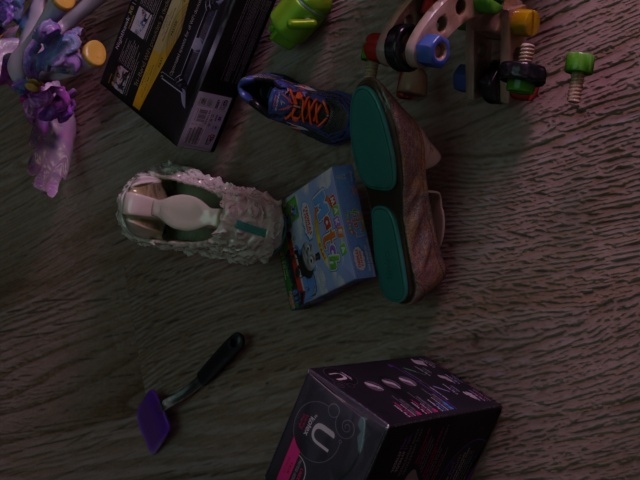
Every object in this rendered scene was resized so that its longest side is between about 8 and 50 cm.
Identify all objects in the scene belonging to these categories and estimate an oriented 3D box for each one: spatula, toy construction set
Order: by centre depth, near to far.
[{"bbox_3d":[0.173,-0.308,1.609,0.309,0.257,0.237,-173,93,-68],"label":"toy construction set"},{"bbox_3d":[-0.210,0.234,1.996,0.296,0.030,0.084,-44,62,29],"label":"spatula"}]

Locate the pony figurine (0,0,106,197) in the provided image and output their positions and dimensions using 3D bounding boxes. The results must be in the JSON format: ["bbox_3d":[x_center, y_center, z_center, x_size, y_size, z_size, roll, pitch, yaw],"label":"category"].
[{"bbox_3d":[-0.479,-0.295,2.088,0.363,0.302,0.351,-24,44,45],"label":"pony figurine"}]

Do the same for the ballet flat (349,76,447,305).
[{"bbox_3d":[0.111,-0.072,1.671,0.107,0.106,0.316,20,124,52],"label":"ballet flat"}]

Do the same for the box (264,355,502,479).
[{"bbox_3d":[0.084,0.257,1.616,0.143,0.270,0.165,32,107,33],"label":"box"}]

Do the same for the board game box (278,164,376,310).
[{"bbox_3d":[0.000,0.000,1.783,0.211,0.039,0.160,-30,69,59],"label":"board game box"}]

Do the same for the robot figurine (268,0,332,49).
[{"bbox_3d":[-0.028,-0.336,1.844,0.115,0.067,0.101,-45,32,29],"label":"robot figurine"}]

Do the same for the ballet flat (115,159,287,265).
[{"bbox_3d":[-0.219,-0.051,1.912,0.409,0.147,0.147,8,94,47],"label":"ballet flat"}]

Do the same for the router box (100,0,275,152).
[{"bbox_3d":[-0.204,-0.328,1.956,0.243,0.081,0.309,39,112,39],"label":"router box"}]

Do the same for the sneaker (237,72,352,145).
[{"bbox_3d":[-0.036,-0.193,1.835,0.221,0.087,0.083,19,102,37],"label":"sneaker"}]
